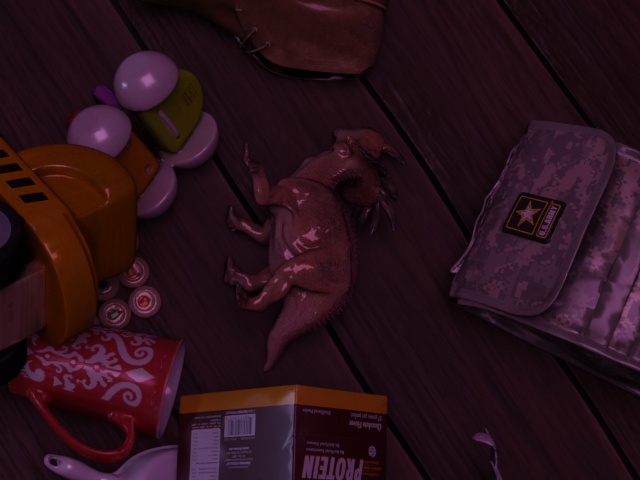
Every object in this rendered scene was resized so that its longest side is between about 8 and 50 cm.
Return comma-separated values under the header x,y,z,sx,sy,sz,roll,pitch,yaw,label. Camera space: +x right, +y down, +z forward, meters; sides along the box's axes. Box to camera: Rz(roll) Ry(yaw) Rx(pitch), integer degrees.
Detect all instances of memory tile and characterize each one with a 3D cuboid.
x,y,z,sx,sy,sz,roll,pitch,yaw,label
-0.252,0.034,1.630,0.113,0.012,0.148,-22,80,-10,memory tile

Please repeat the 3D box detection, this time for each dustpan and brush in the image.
x,y,z,sx,sy,sz,roll,pitch,yaw,label
-0.193,0.268,1.544,0.211,0.060,0.147,29,61,-26,dustpan and brush

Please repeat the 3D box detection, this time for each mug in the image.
x,y,z,sx,sy,sz,roll,pitch,yaw,label
-0.244,0.148,1.544,0.169,0.150,0.113,14,116,2,mug

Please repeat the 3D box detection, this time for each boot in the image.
x,y,z,sx,sy,sz,roll,pitch,yaw,label
-0.076,-0.257,1.670,0.305,0.112,0.115,8,87,-5,boot

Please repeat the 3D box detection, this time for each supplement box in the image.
x,y,z,sx,sy,sz,roll,pitch,yaw,label
-0.042,0.256,1.490,0.129,0.191,0.194,12,74,-42,supplement box

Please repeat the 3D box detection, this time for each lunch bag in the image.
x,y,z,sx,sy,sz,roll,pitch,yaw,label
0.308,0.016,1.611,0.287,0.169,0.235,24,80,8,lunch bag

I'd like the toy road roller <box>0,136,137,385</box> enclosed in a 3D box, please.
x,y,z,sx,sy,sz,roll,pitch,yaw,label
-0.340,-0.026,1.512,0.241,0.202,0.329,-26,55,-31,toy road roller

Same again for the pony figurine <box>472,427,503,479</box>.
x,y,z,sx,sy,sz,roll,pitch,yaw,label
0.201,0.413,1.483,0.364,0.303,0.350,-24,113,-13,pony figurine

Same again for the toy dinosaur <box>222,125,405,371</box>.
x,y,z,sx,sy,sz,roll,pitch,yaw,label
0.000,0.000,1.610,0.200,0.127,0.295,4,83,-11,toy dinosaur

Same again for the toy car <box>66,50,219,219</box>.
x,y,z,sx,sy,sz,roll,pitch,yaw,label
-0.215,-0.125,1.617,0.136,0.159,0.182,26,72,39,toy car
